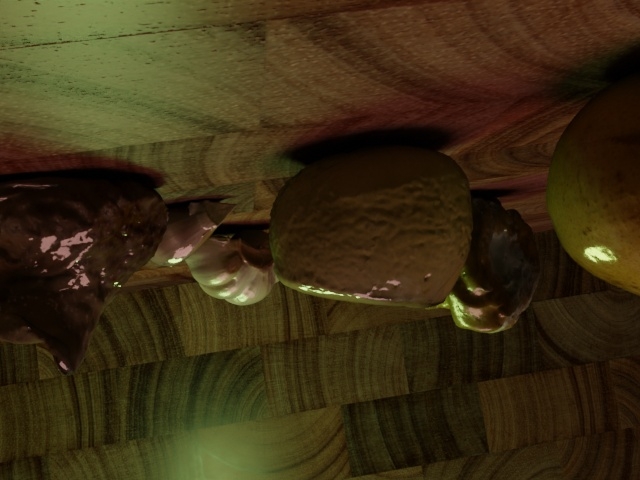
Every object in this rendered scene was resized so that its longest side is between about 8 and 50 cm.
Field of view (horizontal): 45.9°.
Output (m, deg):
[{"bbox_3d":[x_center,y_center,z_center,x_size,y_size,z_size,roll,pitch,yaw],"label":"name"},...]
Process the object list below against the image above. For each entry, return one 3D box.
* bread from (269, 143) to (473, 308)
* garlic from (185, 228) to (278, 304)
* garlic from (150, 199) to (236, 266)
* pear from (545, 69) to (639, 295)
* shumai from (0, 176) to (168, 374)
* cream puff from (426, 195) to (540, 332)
[{"bbox_3d":[0.080,-0.026,1.151,0.320,0.238,0.320,6,179,0],"label":"bread"},{"bbox_3d":[-0.215,0.065,1.827,0.281,0.185,0.203,-4,-171,-44],"label":"garlic"},{"bbox_3d":[-0.285,-0.014,1.438,0.148,0.129,0.266,8,177,-31],"label":"garlic"},{"bbox_3d":[0.427,-0.067,0.902,0.314,0.315,0.314,-9,175,-1],"label":"pear"},{"bbox_3d":[-0.342,0.052,1.082,0.267,0.263,0.314,-12,175,41],"label":"shumai"},{"bbox_3d":[0.359,0.048,1.902,0.378,0.379,0.275,-4,173,-42],"label":"cream puff"}]
